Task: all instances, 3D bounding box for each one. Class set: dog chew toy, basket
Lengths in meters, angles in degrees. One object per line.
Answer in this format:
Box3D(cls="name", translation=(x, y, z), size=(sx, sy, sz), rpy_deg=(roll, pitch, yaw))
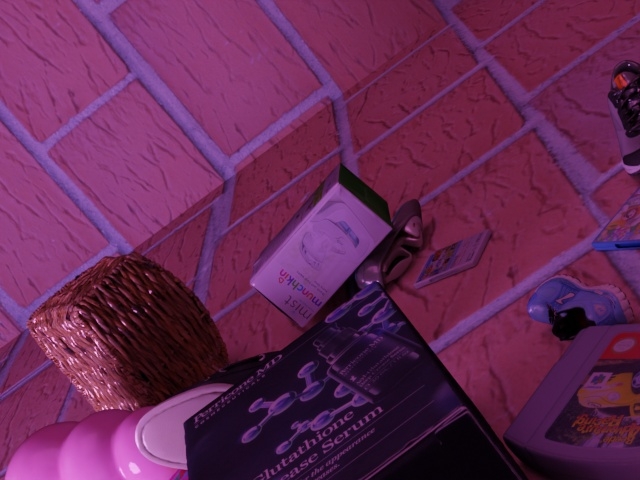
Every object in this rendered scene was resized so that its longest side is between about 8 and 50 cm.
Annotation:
Box3D(cls="dog chew toy", translation=(-0.326, 0.352, 1.763), size=(0.332, 0.206, 0.206), rpy_deg=(-28, 20, 27))
Box3D(cls="basket", translation=(-0.337, 0.177, 2.076), size=(0.223, 0.299, 0.213), rpy_deg=(-17, 27, 52))

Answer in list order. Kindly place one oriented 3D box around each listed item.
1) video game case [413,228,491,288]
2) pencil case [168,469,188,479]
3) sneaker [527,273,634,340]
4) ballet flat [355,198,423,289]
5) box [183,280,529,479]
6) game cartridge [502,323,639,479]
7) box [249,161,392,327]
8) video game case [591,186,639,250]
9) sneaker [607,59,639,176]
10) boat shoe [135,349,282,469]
Box3D(cls="video game case", translation=(0.207, 0.029, 1.813), size=(0.122, 0.011, 0.087), rpy_deg=(-25, 22, 40))
Box3D(cls="pencil case", translation=(-0.189, 0.373, 1.593), size=(0.104, 0.104, 0.236), rpy_deg=(-25, 22, 40))
Box3D(cls="sneaker", translation=(0.292, 0.083, 1.366), size=(0.073, 0.063, 0.162), rpy_deg=(-29, 11, -23))
Box3D(cls="ballet flat", translation=(0.136, 0.012, 1.946), size=(0.068, 0.072, 0.213), rpy_deg=(12, 48, 34))
Box3D(cls="box", translation=(0.040, 0.255, 1.203), size=(0.293, 0.212, 0.395), rpy_deg=(-37, 17, 1))
Box3D(cls="game cartridge", translation=(0.319, 0.163, 1.146), size=(0.196, 0.060, 0.294), rpy_deg=(-52, 20, -26))
Box3D(cls="box", translation=(0.000, 0.000, 1.999), size=(0.231, 0.127, 0.262), rpy_deg=(-49, 6, 9))
Box3D(cls="video game case", translation=(0.438, -0.033, 1.476), size=(0.119, 0.015, 0.166), rpy_deg=(-45, 18, -22))
Box3D(cls="sneaker", translation=(0.458, -0.179, 1.661), size=(0.100, 0.108, 0.271), rpy_deg=(-31, 19, 21))
Box3D(cls="boat shoe", translation=(-0.093, 0.221, 1.617), size=(0.340, 0.127, 0.113), rpy_deg=(-21, 18, -5))
